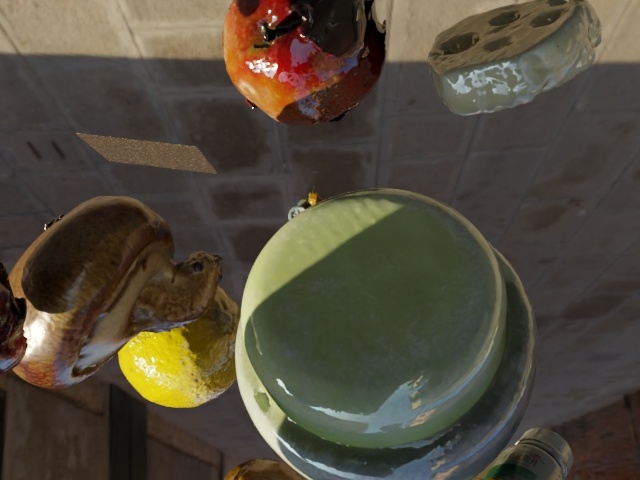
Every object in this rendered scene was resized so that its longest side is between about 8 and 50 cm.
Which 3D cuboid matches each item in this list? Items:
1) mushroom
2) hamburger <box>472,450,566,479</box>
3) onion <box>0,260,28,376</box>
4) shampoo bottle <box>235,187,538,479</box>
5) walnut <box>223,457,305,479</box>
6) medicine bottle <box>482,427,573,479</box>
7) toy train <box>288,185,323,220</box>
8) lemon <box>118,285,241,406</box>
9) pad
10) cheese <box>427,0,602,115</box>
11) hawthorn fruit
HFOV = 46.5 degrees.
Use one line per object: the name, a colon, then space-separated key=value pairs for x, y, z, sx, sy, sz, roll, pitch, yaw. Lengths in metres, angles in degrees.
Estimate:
mushroom: x=-0.316 y=0.079 z=1.149 sx=0.259 sy=0.345 sz=0.345 roll=29 pitch=157 yaw=3
hamburger: x=0.265 y=0.442 z=1.051 sx=0.294 sy=0.179 sz=0.276 roll=21 pitch=129 yaw=34
onion: x=-0.445 y=0.040 z=0.871 sx=0.272 sy=0.195 sz=0.272 roll=31 pitch=167 yaw=8
shampoo bottle: x=0.072 y=0.123 z=0.823 sx=0.322 sy=0.322 sz=0.317 roll=-7 pitch=148 yaw=9
walnut: x=-0.077 y=0.438 z=1.173 sx=0.167 sy=0.167 sz=0.207 roll=-15 pitch=127 yaw=27
medicine bottle: x=0.236 y=0.278 z=0.855 sx=0.080 sy=0.080 sz=0.130 roll=-27 pitch=-175 yaw=45
toy train: x=0.000 y=0.000 z=1.494 sx=0.127 sy=0.219 sz=0.089 roll=4 pitch=170 yaw=10
lemon: x=-0.283 y=0.211 z=1.551 sx=0.293 sy=0.293 sz=0.293 roll=-3 pitch=159 yaw=-1
pad: x=-0.458 y=-0.233 z=1.995 sx=0.330 sy=0.004 sz=0.220 roll=8 pitch=168 yaw=9
cheese: x=0.352 y=-0.357 z=1.402 sx=0.318 sy=0.326 sz=0.115 roll=-29 pitch=120 yaw=-1
hawthorn fruit: x=-0.020 y=-0.348 z=1.280 sx=0.316 sy=0.316 sz=0.316 roll=-3 pitch=159 yaw=-1
